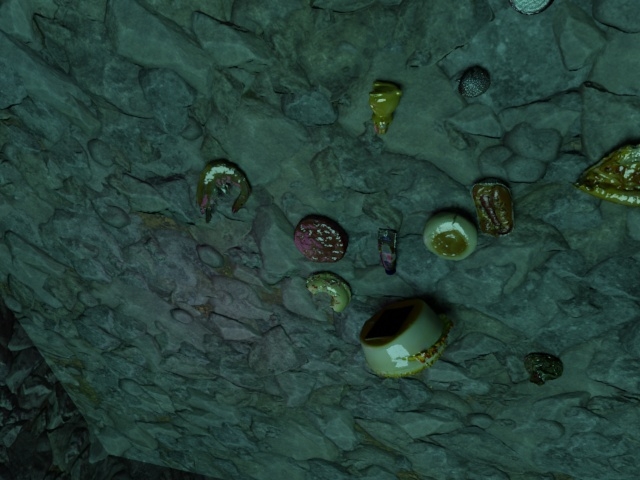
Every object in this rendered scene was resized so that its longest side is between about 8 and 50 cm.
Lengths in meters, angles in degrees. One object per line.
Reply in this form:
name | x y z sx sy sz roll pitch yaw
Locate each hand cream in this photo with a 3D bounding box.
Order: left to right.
hand cream | 0.209 0.037 2.070 0.062 0.039 0.163 17 136 31

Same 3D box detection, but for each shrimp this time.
shrimp | -0.305 -0.147 2.116 0.173 0.058 0.253 13 134 0

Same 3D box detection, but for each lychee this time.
lychee | 0.361 -0.373 1.600 0.083 0.068 0.067 7 175 14

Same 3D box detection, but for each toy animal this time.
toy animal | 0.164 -0.325 1.730 0.083 0.070 0.159 12 139 11

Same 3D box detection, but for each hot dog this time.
hot dog | 0.469 -0.086 1.827 0.108 0.059 0.191 0 133 30

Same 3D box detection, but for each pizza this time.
pizza | 0.797 -0.154 1.603 0.366 0.073 0.182 4 141 19

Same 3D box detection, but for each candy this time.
candy | 0.448 -0.529 1.427 0.103 0.043 0.103 12 135 13

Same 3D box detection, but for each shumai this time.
shumai | 0.718 0.426 2.174 0.124 0.087 0.099 10 133 13

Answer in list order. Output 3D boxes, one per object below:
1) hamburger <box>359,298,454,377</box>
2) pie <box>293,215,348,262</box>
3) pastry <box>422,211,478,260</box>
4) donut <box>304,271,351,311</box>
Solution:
hamburger | 0.268 0.318 2.140 0.294 0.276 0.179 -16 112 40
pie | 0.000 0.000 2.118 0.182 0.049 0.182 12 133 13
pastry | 0.370 -0.017 1.910 0.157 0.092 0.156 10 135 10
donut | 0.038 0.170 2.248 0.166 0.065 0.108 42 133 -17
